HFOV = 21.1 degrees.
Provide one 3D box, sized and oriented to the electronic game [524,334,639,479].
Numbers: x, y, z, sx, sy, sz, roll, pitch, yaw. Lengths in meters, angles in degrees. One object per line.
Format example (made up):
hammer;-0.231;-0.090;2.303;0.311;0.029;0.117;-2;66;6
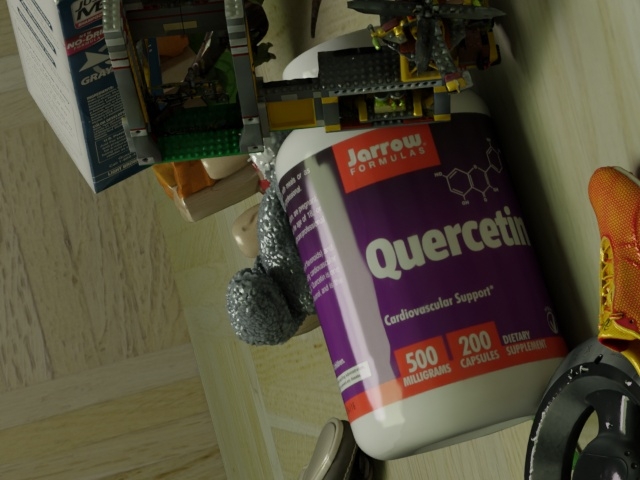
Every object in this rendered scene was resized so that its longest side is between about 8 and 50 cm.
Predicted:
electronic game;0.208;0.177;1.187;0.229;0.048;0.229;-179;90;-65

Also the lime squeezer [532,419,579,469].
lime squeezer;0.135;0.098;1.501;0.310;0.058;0.110;-137;35;-66

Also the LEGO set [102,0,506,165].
LEGO set;-0.032;-0.200;1.250;0.192;0.331;0.255;84;-171;-58

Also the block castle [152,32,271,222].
block castle;-0.154;-0.273;2.007;0.303;0.213;0.453;50;161;37

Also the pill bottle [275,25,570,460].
pill bottle;0.073;0.000;1.367;0.181;0.181;0.323;123;131;-73

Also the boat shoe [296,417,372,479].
boat shoe;0.025;0.310;2.188;0.335;0.095;0.112;114;176;-65

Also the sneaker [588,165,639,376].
sneaker;0.204;0.031;1.103;0.064;0.067;0.175;101;153;-66

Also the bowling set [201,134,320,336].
bowling set;0.000;0.000;1.862;0.287;0.154;0.200;66;-176;31

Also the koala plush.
koala plush;0.007;-0.039;1.618;0.203;0.196;0.221;-84;-9;-45

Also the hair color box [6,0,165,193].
hair color box;-0.249;-0.221;1.805;0.174;0.105;0.347;54;163;25
